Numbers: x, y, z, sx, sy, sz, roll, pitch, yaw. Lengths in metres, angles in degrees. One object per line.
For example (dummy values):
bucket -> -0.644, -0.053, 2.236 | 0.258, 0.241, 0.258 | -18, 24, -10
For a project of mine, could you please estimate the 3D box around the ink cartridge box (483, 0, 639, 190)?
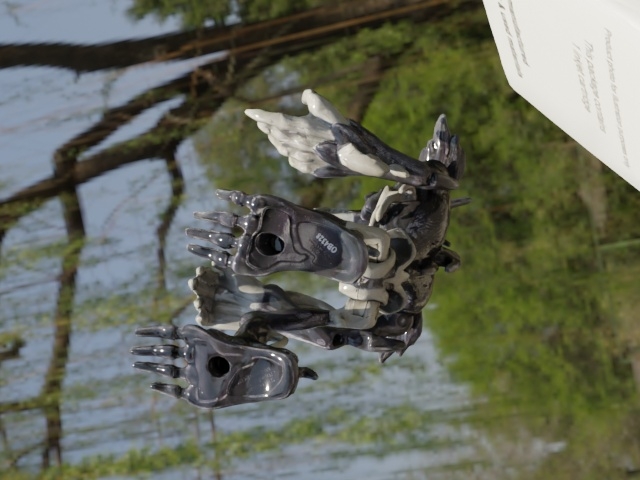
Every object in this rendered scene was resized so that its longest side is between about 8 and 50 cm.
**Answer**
ink cartridge box -> 0.216, -0.070, 0.393 | 0.278, 0.201, 0.117 | 46, 173, 34

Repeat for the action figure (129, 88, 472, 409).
action figure -> 0.000, 0.000, 0.693 | 0.275, 0.141, 0.164 | -21, -48, -67
